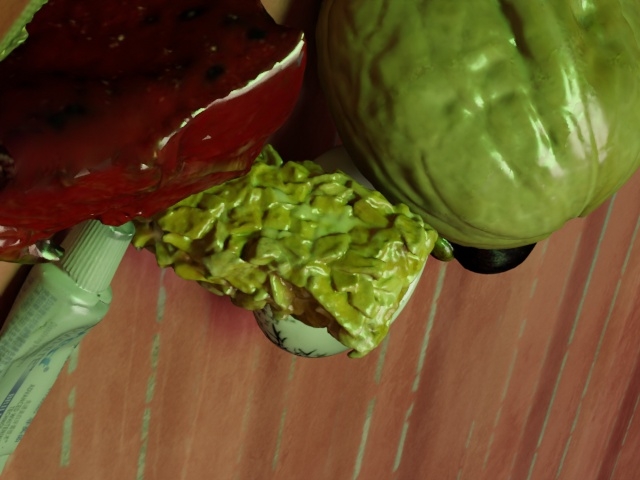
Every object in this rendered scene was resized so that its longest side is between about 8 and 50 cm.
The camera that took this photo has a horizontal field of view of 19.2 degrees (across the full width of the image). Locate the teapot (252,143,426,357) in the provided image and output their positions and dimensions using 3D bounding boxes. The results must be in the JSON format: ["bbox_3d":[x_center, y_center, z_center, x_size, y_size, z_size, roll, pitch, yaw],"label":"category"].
[{"bbox_3d":[0.000,0.000,1.718,0.300,0.166,0.208,11,118,-55],"label":"teapot"}]

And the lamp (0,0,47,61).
[{"bbox_3d":[-0.217,-0.198,1.081,0.274,0.177,0.177,-53,154,-3],"label":"lamp"}]

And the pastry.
[{"bbox_3d":[-0.038,-0.013,1.536,0.154,0.250,0.102,-60,170,-26],"label":"pastry"}]

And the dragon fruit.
[{"bbox_3d":[-0.216,-0.096,1.245,0.330,0.240,0.302,-19,168,-22],"label":"dragon fruit"}]

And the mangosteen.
[{"bbox_3d":[0.160,-0.024,1.995,0.151,0.137,0.137,-15,144,-5],"label":"mangosteen"}]

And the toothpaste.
[{"bbox_3d":[-0.232,0.092,1.509,0.099,0.068,0.282,18,113,-35],"label":"toothpaste"}]

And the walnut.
[{"bbox_3d":[0.140,-0.152,1.604,0.277,0.313,0.252,-30,176,8],"label":"walnut"}]
